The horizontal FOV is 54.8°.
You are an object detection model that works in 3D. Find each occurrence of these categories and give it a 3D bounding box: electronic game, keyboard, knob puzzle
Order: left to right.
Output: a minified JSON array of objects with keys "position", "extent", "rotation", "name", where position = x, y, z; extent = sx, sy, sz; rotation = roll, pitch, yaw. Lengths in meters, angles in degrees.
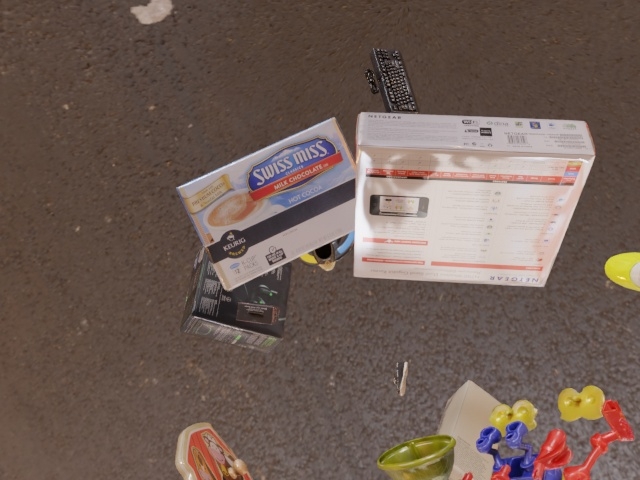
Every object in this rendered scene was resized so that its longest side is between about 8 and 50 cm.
[{"position":[-0.095,0.275,0.691],"extent":[0.030,0.213,0.213],"rotation":[-38,103,-1],"name":"knob puzzle"},{"position":[0.023,-0.006,1.994],"extent":[0.229,0.229,0.048],"rotation":[-23,130,15],"name":"electronic game"},{"position":[0.153,-0.356,1.376],"extent":[0.108,0.180,0.023],"rotation":[-5,154,-16],"name":"keyboard"}]

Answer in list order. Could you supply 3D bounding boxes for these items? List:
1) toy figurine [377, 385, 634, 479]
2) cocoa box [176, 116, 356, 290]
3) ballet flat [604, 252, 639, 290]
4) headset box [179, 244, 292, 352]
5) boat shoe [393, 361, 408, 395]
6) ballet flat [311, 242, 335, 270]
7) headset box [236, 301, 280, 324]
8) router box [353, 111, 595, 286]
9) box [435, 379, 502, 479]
[{"position":[0.243,0.351,0.773],"extent":[0.363,0.191,0.217],"rotation":[-29,96,39],"name":"toy figurine"},{"position":[-0.092,-0.078,1.304],"extent":[0.347,0.231,0.227],"rotation":[-25,96,-6],"name":"cocoa box"},{"position":[0.673,0.075,1.184],"extent":[0.231,0.077,0.077],"rotation":[17,93,17],"name":"ballet flat"},{"position":[-0.224,0.161,1.745],"extent":[0.283,0.246,0.131],"rotation":[17,145,-19],"name":"headset box"},{"position":[0.243,0.422,1.890],"extent":[0.038,0.125,0.046],"rotation":[-1,130,17],"name":"boat shoe"},{"position":[0.000,0.000,1.536],"extent":[0.058,0.049,0.173],"rotation":[-16,110,-3],"name":"ballet flat"},{"position":[-0.107,0.125,1.066],"extent":[0.062,0.083,0.032],"rotation":[7,85,6],"name":"headset box"},{"position":[0.221,-0.055,0.995],"extent":[0.336,0.082,0.301],"rotation":[3,138,4],"name":"router box"},{"position":[0.313,0.435,1.333],"extent":[0.113,0.275,0.094],"rotation":[38,123,6],"name":"box"}]
